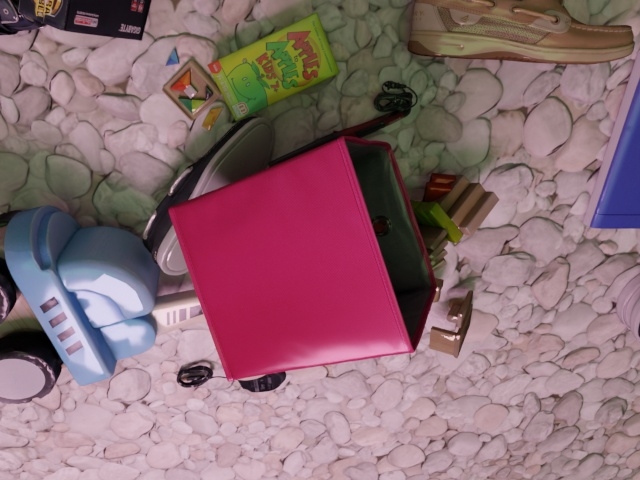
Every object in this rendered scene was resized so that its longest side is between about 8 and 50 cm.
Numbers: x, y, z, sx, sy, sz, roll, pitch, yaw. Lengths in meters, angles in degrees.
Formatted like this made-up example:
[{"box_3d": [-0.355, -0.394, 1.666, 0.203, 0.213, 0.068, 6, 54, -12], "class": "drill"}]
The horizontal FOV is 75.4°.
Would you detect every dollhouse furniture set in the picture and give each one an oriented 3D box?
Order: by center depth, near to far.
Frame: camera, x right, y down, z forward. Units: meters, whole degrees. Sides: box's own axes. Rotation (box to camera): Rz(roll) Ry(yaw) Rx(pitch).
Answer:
[{"box_3d": [0.236, 0.134, 0.878, 0.151, 0.123, 0.143, 12, 119, 28], "class": "dollhouse furniture set"}]

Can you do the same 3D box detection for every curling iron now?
[{"box_3d": [0.034, -0.187, 0.704, 0.274, 0.035, 0.068, -27, 110, 7], "class": "curling iron"}]

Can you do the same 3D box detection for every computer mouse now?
[{"box_3d": [-0.195, 0.295, 0.912, 0.242, 0.041, 0.071, 0, 117, 2], "class": "computer mouse"}]

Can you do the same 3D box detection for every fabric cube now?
[{"box_3d": [-0.003, 0.019, 0.604, 0.258, 0.259, 0.253, -18, 93, 24], "class": "fabric cube"}]

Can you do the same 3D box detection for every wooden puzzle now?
[{"box_3d": [-0.206, -0.240, 0.668, 0.116, 0.014, 0.078, 40, 105, -20], "class": "wooden puzzle"}]

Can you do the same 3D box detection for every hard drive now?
[{"box_3d": [0.638, -0.174, 0.763, 0.211, 0.040, 0.318, 0, 115, -5], "class": "hard drive"}]

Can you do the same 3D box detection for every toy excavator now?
[{"box_3d": [-0.318, 0.121, 0.736, 0.446, 0.222, 0.432, -16, 117, -7], "class": "toy excavator"}]

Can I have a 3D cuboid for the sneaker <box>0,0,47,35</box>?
[{"box_3d": [-0.480, -0.279, 0.584, 0.164, 0.086, 0.226, 7, 113, -6], "class": "sneaker"}]

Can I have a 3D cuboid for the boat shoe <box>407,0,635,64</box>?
[{"box_3d": [0.308, -0.327, 0.617, 0.342, 0.121, 0.110, 1, 116, -4], "class": "boat shoe"}]

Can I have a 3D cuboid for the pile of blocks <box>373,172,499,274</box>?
[{"box_3d": [0.130, 0.002, 0.739, 0.362, 0.149, 0.113, -41, 112, 14], "class": "pile of blocks"}]

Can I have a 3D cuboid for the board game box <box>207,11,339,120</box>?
[{"box_3d": [-0.072, -0.271, 0.650, 0.182, 0.043, 0.092, -23, 115, 6], "class": "board game box"}]

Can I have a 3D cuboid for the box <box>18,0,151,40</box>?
[{"box_3d": [-0.260, -0.344, 0.501, 0.051, 0.220, 0.175, 22, 111, -9], "class": "box"}]

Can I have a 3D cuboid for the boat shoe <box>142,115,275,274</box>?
[{"box_3d": [-0.194, -0.088, 0.690, 0.302, 0.091, 0.114, -53, 152, -1], "class": "boat shoe"}]

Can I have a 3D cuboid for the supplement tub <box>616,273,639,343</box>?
[{"box_3d": [0.762, 0.184, 0.815, 0.191, 0.272, 0.191, -2, 115, -5], "class": "supplement tub"}]
